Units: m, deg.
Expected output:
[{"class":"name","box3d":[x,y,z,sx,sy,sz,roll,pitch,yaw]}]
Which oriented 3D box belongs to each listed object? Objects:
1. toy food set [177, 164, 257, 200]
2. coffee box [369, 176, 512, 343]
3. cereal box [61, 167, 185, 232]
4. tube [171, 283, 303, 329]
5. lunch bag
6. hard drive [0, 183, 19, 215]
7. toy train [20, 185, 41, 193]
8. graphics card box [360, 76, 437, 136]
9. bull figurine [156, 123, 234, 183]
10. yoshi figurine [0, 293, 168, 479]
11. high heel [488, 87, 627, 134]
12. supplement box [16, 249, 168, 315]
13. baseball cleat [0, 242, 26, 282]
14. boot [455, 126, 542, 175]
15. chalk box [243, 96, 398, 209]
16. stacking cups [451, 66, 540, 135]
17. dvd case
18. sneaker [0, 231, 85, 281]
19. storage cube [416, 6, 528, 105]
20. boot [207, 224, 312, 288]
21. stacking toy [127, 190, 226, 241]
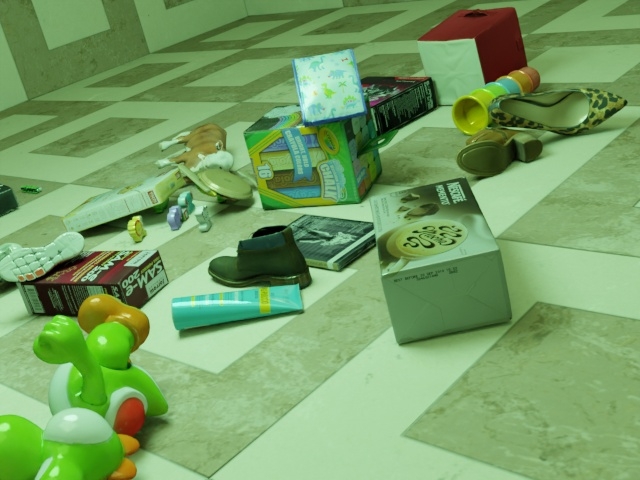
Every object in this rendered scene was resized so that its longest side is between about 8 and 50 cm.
[{"class":"toy food set","box3d":[-0.209,-0.115,1.865,0.192,0.038,0.132,1,30,-45]},{"class":"coffee box","box3d":[0.174,0.020,1.311,0.168,0.118,0.297,-12,23,6]},{"class":"cereal box","box3d":[-0.441,-0.091,1.941,0.240,0.047,0.173,-18,15,14]},{"class":"tube","box3d":[-0.134,0.106,1.389,0.207,0.052,0.080,-8,33,-2]},{"class":"lunch bag","box3d":[0.018,-0.289,1.690,0.129,0.096,0.151,-12,51,1]},{"class":"hard drive","box3d":[-0.970,-0.090,2.271,0.237,0.064,0.339,-30,28,-33]},{"class":"toy train","box3d":[-0.787,-0.140,2.344,0.083,0.017,0.024,7,20,40]},{"class":"graphics card box","box3d":[0.089,-0.318,2.166,0.371,0.094,0.233,-32,29,-35]},{"class":"bull figurine","box3d":[-0.299,-0.202,2.107,0.189,0.101,0.310,-15,23,2]},{"class":"yoshi figurine","box3d":[-0.338,0.216,1.088,0.203,0.203,0.362,-26,23,12]},{"class":"high heel","box3d":[0.480,-0.269,1.751,0.261,0.093,0.186,-5,-3,26]},{"class":"supplement box","box3d":[-0.415,0.076,1.571,0.240,0.073,0.130,-1,26,26]},{"class":"baseball cleat","box3d":[-0.669,0.079,1.730,0.206,0.072,0.109,-29,-15,4]},{"class":"boot","box3d":[0.335,-0.188,1.765,0.197,0.072,0.152,-9,22,-20]},{"class":"chalk box","box3d":[0.019,-0.185,1.797,0.289,0.179,0.180,-2,25,24]},{"class":"stacking cups","box3d":[0.432,-0.336,2.046,0.096,0.096,0.316,7,25,39]},{"class":"dvd case","box3d":[0.000,0.000,1.583,0.221,0.018,0.165,7,30,42]},{"class":"sneaker","box3d":[-0.505,0.036,1.573,0.158,0.061,0.065,-21,-3,-17]},{"class":"storage cube","box3d":[0.390,-0.463,2.191,0.184,0.214,0.193,11,40,43]},{"class":"boot","box3d":[-0.116,0.019,1.489,0.219,0.106,0.082,3,28,34]},{"class":"stacking toy","box3d":[-0.304,-0.070,1.870,0.167,0.052,0.221,-8,23,12]}]
